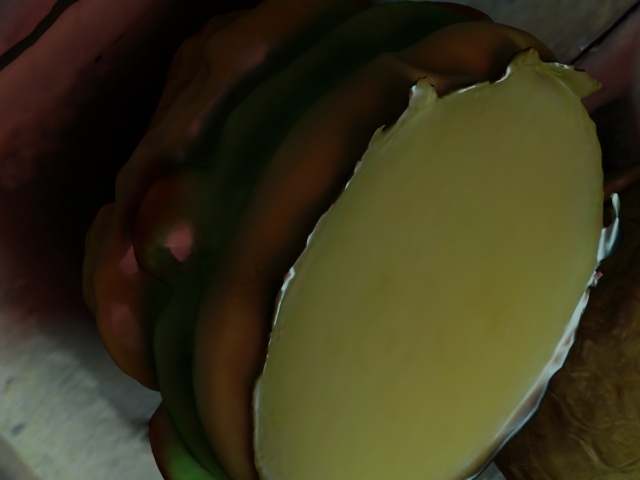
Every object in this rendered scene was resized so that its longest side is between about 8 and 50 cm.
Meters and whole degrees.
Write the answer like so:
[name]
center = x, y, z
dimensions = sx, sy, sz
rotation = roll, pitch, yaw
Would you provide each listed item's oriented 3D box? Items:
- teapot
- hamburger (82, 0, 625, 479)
[teapot]
center = 0.143, 0.038, 0.925
dimensions = 0.311, 0.167, 0.203
rotation = -38, 168, 17
[hamburger]
center = 0.000, 0.000, 0.759
dimensions = 0.237, 0.149, 0.237
rotation = -29, 135, -35
